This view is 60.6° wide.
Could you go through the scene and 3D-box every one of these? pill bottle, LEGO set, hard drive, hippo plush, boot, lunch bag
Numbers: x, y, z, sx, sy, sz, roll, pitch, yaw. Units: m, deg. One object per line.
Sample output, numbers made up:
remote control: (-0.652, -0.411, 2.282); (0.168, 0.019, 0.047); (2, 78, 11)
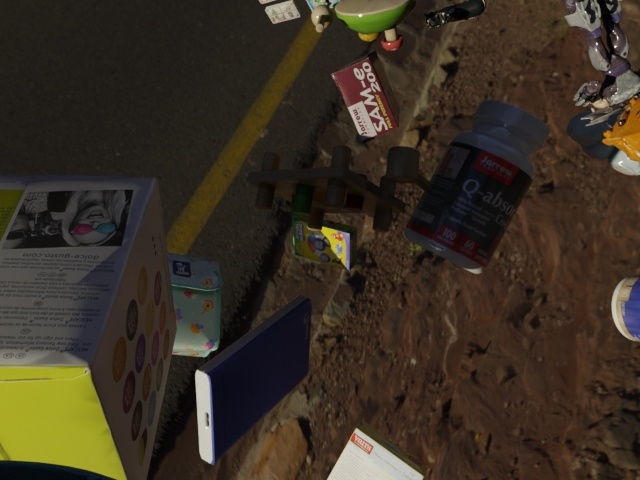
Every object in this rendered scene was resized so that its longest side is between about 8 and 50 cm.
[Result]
pill bottle: (0.761, 0.143, 1.125); (0.153, 0.265, 0.153); (2, 85, -23)
LEGO set: (-0.038, -0.605, 1.256); (0.244, 0.182, 0.060); (-5, 66, 22)
hard drive: (-0.123, 0.269, 1.109); (0.040, 0.210, 0.319); (17, 28, 28)
hippo plush: (0.702, -0.299, 1.199); (0.234, 0.294, 0.236); (35, 94, 47)
boot: (0.305, -0.519, 1.252); (0.121, 0.045, 0.099); (2, 26, 39)
pill bottle: (0.363, -0.124, 1.272); (0.210, 0.210, 0.363); (28, 95, 18)
lunch bag: (-0.372, 0.154, 1.405); (0.223, 0.160, 0.262); (10, 67, -23)

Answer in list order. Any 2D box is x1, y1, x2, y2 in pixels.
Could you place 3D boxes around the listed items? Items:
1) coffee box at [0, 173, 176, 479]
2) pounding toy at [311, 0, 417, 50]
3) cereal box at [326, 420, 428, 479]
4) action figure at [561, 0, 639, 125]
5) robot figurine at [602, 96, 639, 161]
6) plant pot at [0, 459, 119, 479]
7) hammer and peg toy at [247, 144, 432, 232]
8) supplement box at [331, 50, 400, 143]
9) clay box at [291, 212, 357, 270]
coffee box: (-0.403, 0.138, 0.746); (0.338, 0.337, 0.334); (2, 41, -4)
pounding toy: (0.106, -0.484, 1.238); (0.237, 0.110, 0.183); (-13, 37, 4)
cereal box: (0.107, 0.546, 1.213); (0.173, 0.047, 0.240); (32, 108, 18)
action figure: (0.528, -0.331, 0.993); (0.185, 0.099, 0.285); (-33, 107, -4)
robot figurine: (0.315, -0.062, 0.315); (0.211, 0.291, 0.085); (36, 86, -6)
plant pot: (-0.242, 0.286, 0.327); (0.290, 0.290, 0.195); (8, 90, 7)
hammer and peg toy: (0.062, -0.096, 1.140); (0.361, 0.266, 0.127); (2, 78, 36)
supplement box: (0.091, -0.273, 1.017); (0.073, 0.130, 0.239); (-22, 17, 17)
clay box: (0.000, 0.000, 1.629); (0.222, 0.127, 0.053); (14, 33, 26)
